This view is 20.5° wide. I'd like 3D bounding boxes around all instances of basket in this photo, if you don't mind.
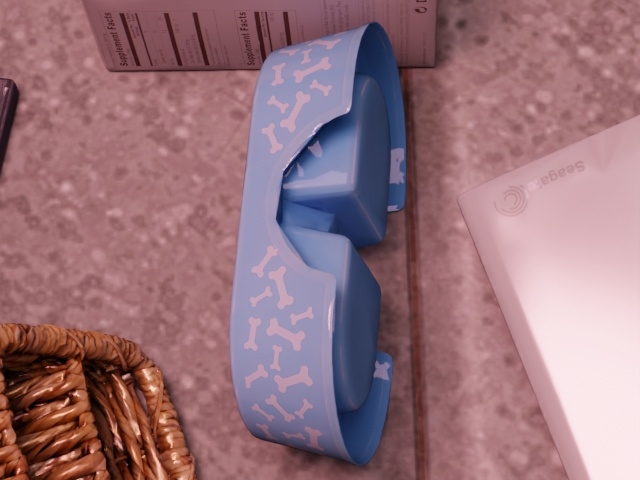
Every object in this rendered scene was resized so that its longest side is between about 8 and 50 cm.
[{"bbox_3d":[-0.175,0.198,1.068,0.223,0.213,0.299,-17,70,-3],"label":"basket"}]

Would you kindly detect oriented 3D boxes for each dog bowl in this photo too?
[{"bbox_3d":[0.000,0.000,1.167,0.074,0.166,0.297,-1,69,15],"label":"dog bowl"}]

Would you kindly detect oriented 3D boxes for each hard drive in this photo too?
[{"bbox_3d":[0.237,0.069,1.165,0.203,0.040,0.307,-24,70,9],"label":"hard drive"}]

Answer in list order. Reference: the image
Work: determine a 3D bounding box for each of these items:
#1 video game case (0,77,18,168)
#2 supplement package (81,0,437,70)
[{"bbox_3d":[-0.370,-0.041,1.270,0.274,0.026,0.196,8,70,5],"label":"video game case"},{"bbox_3d":[-0.040,-0.209,1.256,0.244,0.134,0.139,0,70,3],"label":"supplement package"}]
